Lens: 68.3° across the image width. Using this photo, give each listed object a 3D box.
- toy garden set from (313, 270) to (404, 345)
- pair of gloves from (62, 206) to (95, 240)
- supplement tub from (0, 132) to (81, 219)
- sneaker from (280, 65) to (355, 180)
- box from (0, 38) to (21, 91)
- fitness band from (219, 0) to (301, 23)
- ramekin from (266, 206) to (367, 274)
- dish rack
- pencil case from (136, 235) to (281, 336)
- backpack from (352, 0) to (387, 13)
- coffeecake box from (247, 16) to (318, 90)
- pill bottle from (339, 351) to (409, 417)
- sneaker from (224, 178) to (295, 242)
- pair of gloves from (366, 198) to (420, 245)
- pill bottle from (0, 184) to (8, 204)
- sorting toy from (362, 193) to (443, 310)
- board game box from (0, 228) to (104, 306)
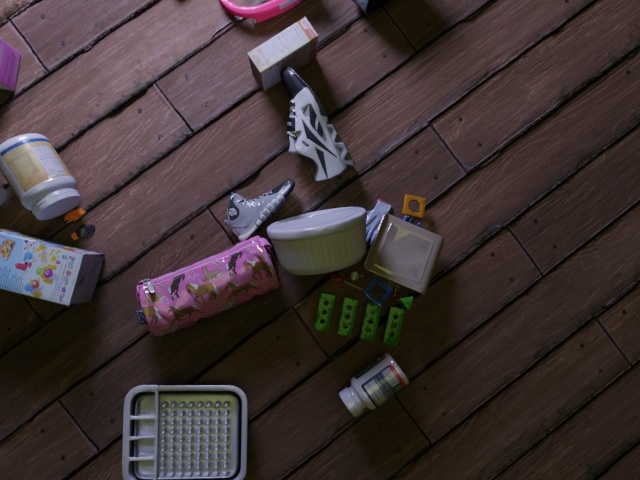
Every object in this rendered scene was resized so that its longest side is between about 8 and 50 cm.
[{"bbox_3d":[0.119,0.177,1.359,0.245,0.049,0.203,12,90,-2],"label":"toy garden set"},{"bbox_3d":[-0.687,-0.047,1.337,0.074,0.010,0.083,-29,91,-4],"label":"pair of gloves"},{"bbox_3d":[-0.757,-0.170,1.270,0.144,0.144,0.199,-33,91,-3],"label":"supplement tub"},{"bbox_3d":[-0.045,-0.316,1.313,0.146,0.122,0.330,-30,100,3],"label":"sneaker"},{"bbox_3d":[-0.959,-0.498,1.219,0.214,0.243,0.117,8,88,-2],"label":"box"},{"bbox_3d":[-0.165,-0.758,1.368,0.291,0.054,0.208,-25,87,-4],"label":"fitness band"},{"bbox_3d":[0.000,0.000,1.256,0.273,0.273,0.127,-12,102,-3],"label":"ramekin"},{"bbox_3d":[-0.368,0.537,1.309,0.333,0.072,0.285,1,88,-3],"label":"dish rack"},{"bbox_3d":[-0.298,0.121,1.280,0.386,0.167,0.160,-22,73,-4],"label":"pencil case"},{"bbox_3d":[0.158,-0.745,1.325,0.144,0.166,0.188,39,84,0],"label":"backpack"},{"bbox_3d":[-0.102,-0.515,1.316,0.186,0.142,0.068,-34,90,-4],"label":"coffeecake box"},{"bbox_3d":[0.147,0.408,1.323,0.180,0.108,0.108,-35,91,-3],"label":"pill bottle"},{"bbox_3d":[-0.186,-0.115,1.331,0.132,0.086,0.228,41,88,1],"label":"sneaker"},{"bbox_3d":[0.191,-0.026,1.380,0.198,0.023,0.159,32,87,-3],"label":"pair of gloves"},{"bbox_3d":[-0.953,-0.168,1.275,0.187,0.112,0.112,40,87,-1],"label":"pill bottle"},{"bbox_3d":[0.235,0.037,1.335,0.196,0.047,0.347,25,73,-4],"label":"sorting toy"},{"bbox_3d":[-0.759,0.068,1.264,0.276,0.142,0.144,15,88,-3],"label":"board game box"}]
